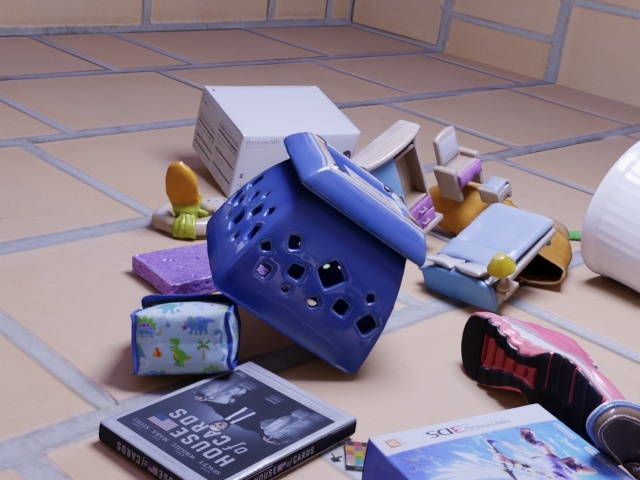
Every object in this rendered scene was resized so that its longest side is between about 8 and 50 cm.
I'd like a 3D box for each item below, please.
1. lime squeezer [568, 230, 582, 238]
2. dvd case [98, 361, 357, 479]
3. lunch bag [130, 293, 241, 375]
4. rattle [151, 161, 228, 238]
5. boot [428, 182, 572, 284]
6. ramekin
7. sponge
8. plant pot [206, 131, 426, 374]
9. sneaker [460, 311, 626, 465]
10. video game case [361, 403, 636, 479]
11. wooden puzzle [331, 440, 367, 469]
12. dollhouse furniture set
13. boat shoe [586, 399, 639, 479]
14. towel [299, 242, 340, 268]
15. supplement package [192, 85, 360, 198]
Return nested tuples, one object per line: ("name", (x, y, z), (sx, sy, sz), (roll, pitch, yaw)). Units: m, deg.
("lime squeezer", (0.640, -0.006, 1.965), (0.310, 0.059, 0.110), (-4, -6, -25))
("dvd case", (-0.101, 0.214, 1.140), (0.179, 0.030, 0.238), (23, 25, 35))
("lunch bag", (-0.168, 0.117, 1.282), (0.128, 0.096, 0.151), (-1, 1, 0))
("rattle", (-0.206, -0.091, 1.754), (0.130, 0.143, 0.199), (0, 19, 37))
("boot", (0.300, -0.015, 1.773), (0.295, 0.104, 0.211), (17, 22, 13))
("ramekin", (0.584, -0.033, 1.698), (0.277, 0.277, 0.135), (-9, 34, -37))
("sponge", (-0.176, 0.041, 1.562), (0.210, 0.031, 0.117), (-11, 29, -40))
("plant pot", (0.000, 0.000, 1.357), (0.236, 0.212, 0.236), (35, 11, -19))
("sneaker", (0.315, 0.170, 1.280), (0.136, 0.116, 0.314), (-2, 23, -27))
("video game case", (0.215, 0.276, 1.044), (0.244, 0.061, 0.269), (-6, 25, -30))
("wooden puzzle", (0.053, 0.245, 1.142), (0.083, 0.006, 0.049), (7, 21, -3))
("dollhouse furniture set", (0.249, -0.075, 1.632), (0.303, 0.198, 0.286), (21, 51, 42))
("boat shoe", (0.365, 0.236, 1.097), (0.183, 0.066, 0.066), (34, 15, -27))
("towel", (0.000, 0.034, 1.579), (0.152, 0.023, 0.113), (-3, 28, -31))
("supplement package", (-0.091, -0.202, 2.008), (0.261, 0.145, 0.204), (-6, 38, -30))
